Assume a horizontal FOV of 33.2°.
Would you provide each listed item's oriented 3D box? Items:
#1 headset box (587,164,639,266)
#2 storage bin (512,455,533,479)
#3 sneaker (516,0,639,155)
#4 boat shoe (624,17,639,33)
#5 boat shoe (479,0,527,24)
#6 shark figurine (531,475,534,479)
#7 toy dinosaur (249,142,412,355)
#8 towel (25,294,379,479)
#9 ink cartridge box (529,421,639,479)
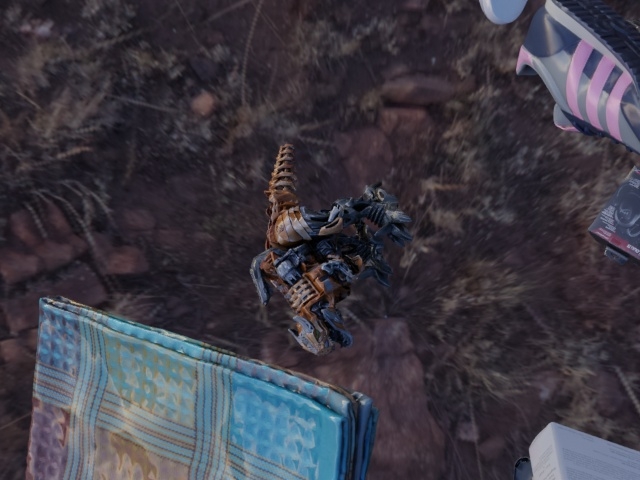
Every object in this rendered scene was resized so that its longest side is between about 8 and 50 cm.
[{"bbox_3d":[0.290,-0.017,0.976,0.062,0.032,0.083,35,90,37],"label":"headset box"},{"bbox_3d":[0.378,0.389,1.577,0.180,0.084,0.122,8,95,44],"label":"storage bin"},{"bbox_3d":[0.342,-0.153,1.241,0.112,0.131,0.319,-3,48,-33],"label":"sneaker"},{"bbox_3d":[0.509,-0.266,1.645,0.074,0.080,0.223,2,46,-2],"label":"boat shoe"},{"bbox_3d":[0.188,-0.324,1.187,0.066,0.063,0.184,0,84,-34],"label":"boat shoe"},{"bbox_3d":[0.344,0.474,1.461,0.116,0.166,0.278,18,79,-34],"label":"shark figurine"},{"bbox_3d":[0.000,0.000,1.518,0.219,0.164,0.321,-9,82,-17],"label":"toy dinosaur"},{"bbox_3d":[-0.129,0.215,0.937,0.370,0.040,0.271,14,102,33],"label":"towel"},{"bbox_3d":[0.330,0.315,1.151,0.189,0.232,0.066,20,127,-10],"label":"ink cartridge box"}]
